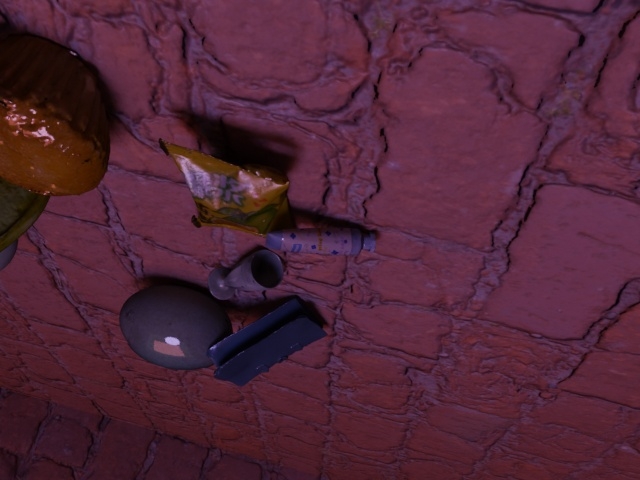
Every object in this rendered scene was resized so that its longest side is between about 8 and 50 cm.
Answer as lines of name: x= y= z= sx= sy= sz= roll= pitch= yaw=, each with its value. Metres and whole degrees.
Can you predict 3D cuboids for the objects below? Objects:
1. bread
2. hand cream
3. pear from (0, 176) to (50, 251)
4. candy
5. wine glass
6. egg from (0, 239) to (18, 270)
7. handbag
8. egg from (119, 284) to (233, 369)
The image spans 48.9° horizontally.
bread: x=-0.394 y=-0.160 z=0.961 sx=0.239 sy=0.139 sz=0.240 roll=13 pitch=150 yaw=8
hand cream: x=0.000 y=0.000 z=1.088 sx=0.170 sy=0.043 sz=0.065 roll=2 pitch=160 yaw=-7
pear: x=-0.599 y=-0.036 z=1.167 sx=0.238 sy=0.256 sz=0.164 roll=23 pitch=149 yaw=-19
candy: x=-0.127 y=-0.062 z=1.054 sx=0.187 sy=0.081 sz=0.297 roll=13 pitch=163 yaw=4
wine glass: x=-0.138 y=0.066 z=1.282 sx=0.073 sy=0.073 sz=0.155 roll=34 pitch=149 yaw=-27
egg: x=-0.674 y=0.000 z=1.363 sx=0.192 sy=0.149 sz=0.149 roll=-3 pitch=145 yaw=41
handbag: x=-0.105 y=0.210 z=1.408 sx=0.221 sy=0.057 sz=0.144 roll=-34 pitch=145 yaw=5
egg: x=-0.296 y=0.179 z=1.448 sx=0.236 sy=0.169 sz=0.169 roll=13 pitch=150 yaw=-3
